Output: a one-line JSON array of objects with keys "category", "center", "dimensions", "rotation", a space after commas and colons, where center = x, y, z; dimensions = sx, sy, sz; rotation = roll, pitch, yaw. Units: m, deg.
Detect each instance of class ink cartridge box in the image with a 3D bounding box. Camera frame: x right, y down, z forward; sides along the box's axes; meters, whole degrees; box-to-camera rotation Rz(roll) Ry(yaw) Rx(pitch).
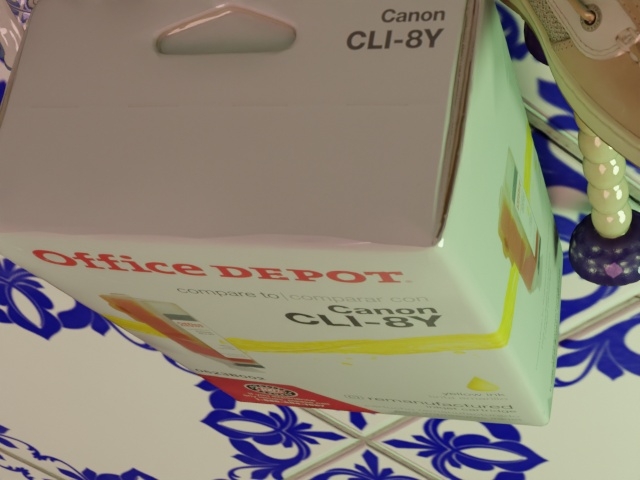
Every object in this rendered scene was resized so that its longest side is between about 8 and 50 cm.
[{"category": "ink cartridge box", "center": [0.000, 0.000, 0.678], "dimensions": [0.279, 0.160, 0.384], "rotation": [2, 158, 21]}]

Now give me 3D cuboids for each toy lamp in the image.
[{"category": "toy lamp", "center": [0.186, -0.082, 0.667], "dimensions": [0.080, 0.080, 0.274], "rotation": [-1, 141, 22]}]

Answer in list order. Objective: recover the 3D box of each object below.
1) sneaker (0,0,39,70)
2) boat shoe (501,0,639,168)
[{"category": "sneaker", "center": [-0.158, -0.188, 0.644], "dimensions": [0.131, 0.112, 0.296], "rotation": [-7, 136, 27]}, {"category": "boat shoe", "center": [0.154, -0.131, 0.473], "dimensions": [0.109, 0.302, 0.098], "rotation": [-24, 144, -11]}]
